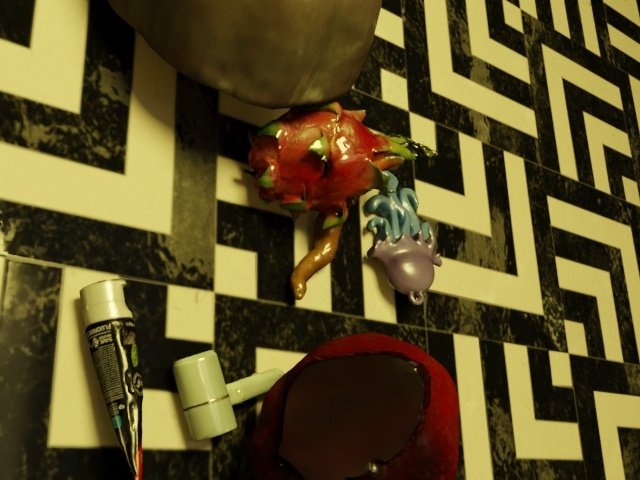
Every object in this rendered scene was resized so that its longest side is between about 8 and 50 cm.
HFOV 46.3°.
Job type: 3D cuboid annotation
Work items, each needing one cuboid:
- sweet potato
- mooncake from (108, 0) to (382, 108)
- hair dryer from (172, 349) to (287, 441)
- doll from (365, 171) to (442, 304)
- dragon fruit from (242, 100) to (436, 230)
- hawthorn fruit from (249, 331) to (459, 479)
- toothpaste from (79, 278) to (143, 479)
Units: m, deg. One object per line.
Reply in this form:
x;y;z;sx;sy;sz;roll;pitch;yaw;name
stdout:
0.004;0.002;0.918;0.044;0.044;0.179;39;59;-23;sweet potato
-0.076;-0.285;0.815;0.305;0.154;0.306;13;43;-13;mooncake
-0.087;0.150;0.784;0.137;0.047;0.082;-8;79;-48;hair dryer
0.108;-0.007;0.998;0.109;0.067;0.206;6;58;-24;doll
0.027;-0.093;0.883;0.235;0.135;0.137;6;53;-13;dragon fruit
0.039;0.192;0.771;0.215;0.215;0.249;64;12;-2;hawthorn fruit
-0.185;0.136;0.697;0.045;0.071;0.194;-11;75;-15;toothpaste
